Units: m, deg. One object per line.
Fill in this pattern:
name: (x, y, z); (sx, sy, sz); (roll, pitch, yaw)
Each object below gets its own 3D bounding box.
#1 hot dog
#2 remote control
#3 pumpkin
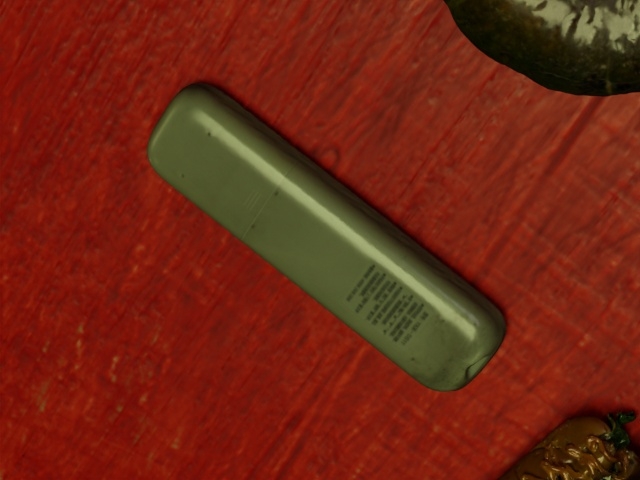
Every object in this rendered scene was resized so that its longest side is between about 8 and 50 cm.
hot dog: (0.168, 0.196, 1.206); (0.072, 0.055, 0.188); (45, 119, 2)
remote control: (0.000, 0.000, 1.208); (0.309, 0.038, 0.090); (37, 119, 5)
pumpkin: (0.179, -0.201, 0.978); (0.260, 0.189, 0.260); (8, 113, 20)
